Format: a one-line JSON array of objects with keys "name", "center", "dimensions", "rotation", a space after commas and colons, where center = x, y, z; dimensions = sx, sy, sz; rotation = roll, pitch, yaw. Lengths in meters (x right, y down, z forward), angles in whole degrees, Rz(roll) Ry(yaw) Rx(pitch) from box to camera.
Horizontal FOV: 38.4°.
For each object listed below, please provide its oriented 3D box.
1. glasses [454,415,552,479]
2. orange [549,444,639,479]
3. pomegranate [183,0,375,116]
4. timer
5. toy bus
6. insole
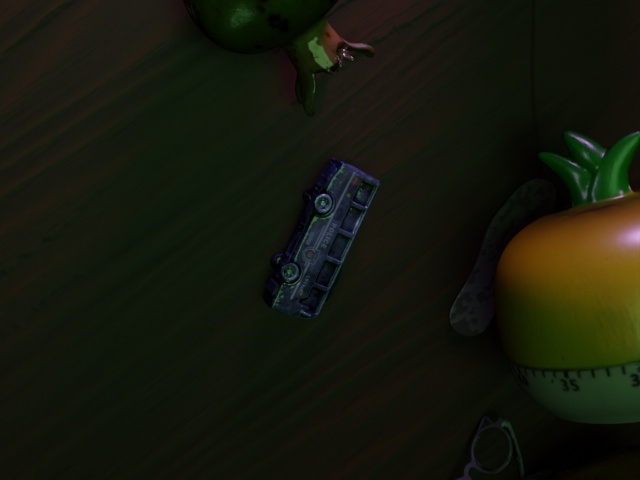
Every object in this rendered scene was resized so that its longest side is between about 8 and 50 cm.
[{"name": "glasses", "center": [0.208, 0.274, 1.054], "dimensions": [0.103, 0.062, 0.140], "rotation": [20, 97, -38]}, {"name": "orange", "center": [0.340, 0.349, 1.019], "dimensions": [0.248, 0.183, 0.249], "rotation": [0, 92, -10]}, {"name": "pomegranate", "center": [-0.038, -0.227, 0.847], "dimensions": [0.156, 0.156, 0.220], "rotation": [-42, 138, -2]}, {"name": "timer", "center": [0.291, 0.018, 0.905], "dimensions": [0.285, 0.285, 0.285], "rotation": [-3, 102, -13]}, {"name": "toy bus", "center": [0.000, 0.000, 0.938], "dimensions": [0.065, 0.047, 0.166], "rotation": [24, 95, -20]}, {"name": "insole", "center": [0.200, 0.018, 1.009], "dimensions": [0.065, 0.006, 0.193], "rotation": [26, 95, -17]}]
